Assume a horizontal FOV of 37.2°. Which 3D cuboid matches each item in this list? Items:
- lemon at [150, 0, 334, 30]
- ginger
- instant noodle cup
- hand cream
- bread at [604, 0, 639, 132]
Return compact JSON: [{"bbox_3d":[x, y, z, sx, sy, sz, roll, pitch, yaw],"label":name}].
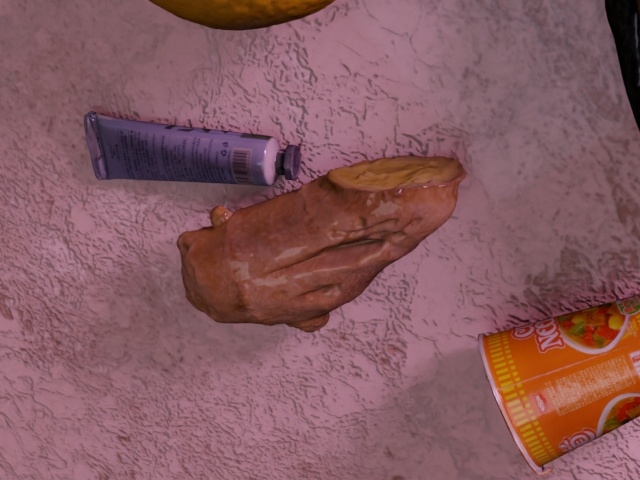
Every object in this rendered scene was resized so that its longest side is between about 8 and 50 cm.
[{"bbox_3d":[-0.075,-0.315,0.859,0.268,0.267,0.267,5,115,12],"label":"lemon"},{"bbox_3d":[0.000,0.000,1.044,0.354,0.126,0.190,-29,108,24],"label":"ginger"},{"bbox_3d":[0.288,0.144,1.029,0.185,0.168,0.168,-25,106,15],"label":"instant noodle cup"},{"bbox_3d":[-0.149,-0.098,1.080,0.256,0.055,0.088,5,125,15],"label":"hand cream"},{"bbox_3d":[0.381,-0.213,0.817,0.251,0.208,0.376,-11,107,14],"label":"bread"}]
